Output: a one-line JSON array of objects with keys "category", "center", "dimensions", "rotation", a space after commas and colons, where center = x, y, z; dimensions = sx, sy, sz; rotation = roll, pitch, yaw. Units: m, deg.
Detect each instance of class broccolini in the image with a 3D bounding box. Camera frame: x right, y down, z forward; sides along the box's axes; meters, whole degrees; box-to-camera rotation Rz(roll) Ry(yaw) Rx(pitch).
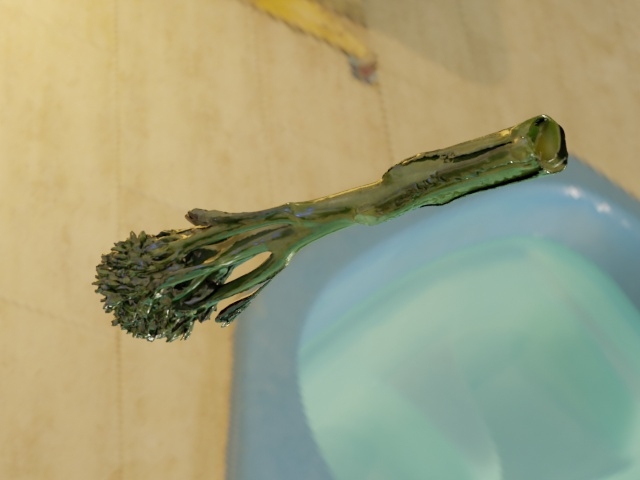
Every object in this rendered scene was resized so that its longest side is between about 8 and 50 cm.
[{"category": "broccolini", "center": [0.000, 0.000, 0.389], "dimensions": [0.030, 0.140, 0.035], "rotation": [-22, 95, -60]}]
